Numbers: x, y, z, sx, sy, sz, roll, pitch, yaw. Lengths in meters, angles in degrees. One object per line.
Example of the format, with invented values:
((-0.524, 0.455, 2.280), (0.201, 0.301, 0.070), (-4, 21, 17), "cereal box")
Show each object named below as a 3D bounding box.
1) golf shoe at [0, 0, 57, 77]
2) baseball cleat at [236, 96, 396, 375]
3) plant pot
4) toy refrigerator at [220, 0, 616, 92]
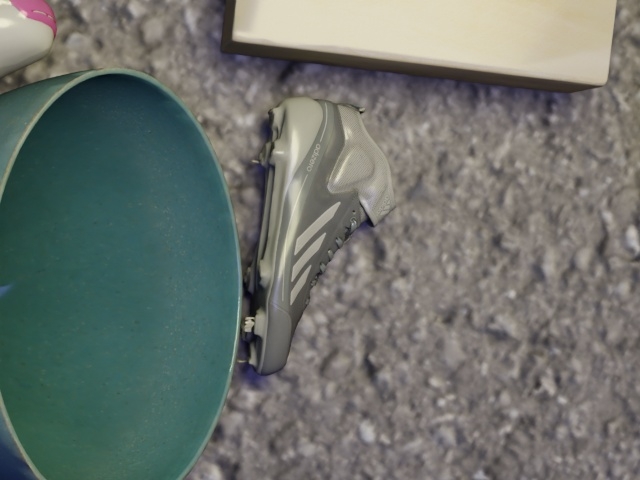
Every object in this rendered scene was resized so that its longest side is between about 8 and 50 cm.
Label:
((-0.320, -0.080, 1.253), (0.306, 0.115, 0.140), (-18, 72, 0), "golf shoe")
((0.000, 0.000, 1.333), (0.109, 0.072, 0.205), (6, 94, -14), "baseball cleat")
((-0.209, 0.033, 1.226), (0.195, 0.290, 0.290), (0, 92, 28), "plant pot")
((0.069, -0.170, 1.322), (0.270, 0.102, 0.094), (7, 90, -7), "toy refrigerator")
